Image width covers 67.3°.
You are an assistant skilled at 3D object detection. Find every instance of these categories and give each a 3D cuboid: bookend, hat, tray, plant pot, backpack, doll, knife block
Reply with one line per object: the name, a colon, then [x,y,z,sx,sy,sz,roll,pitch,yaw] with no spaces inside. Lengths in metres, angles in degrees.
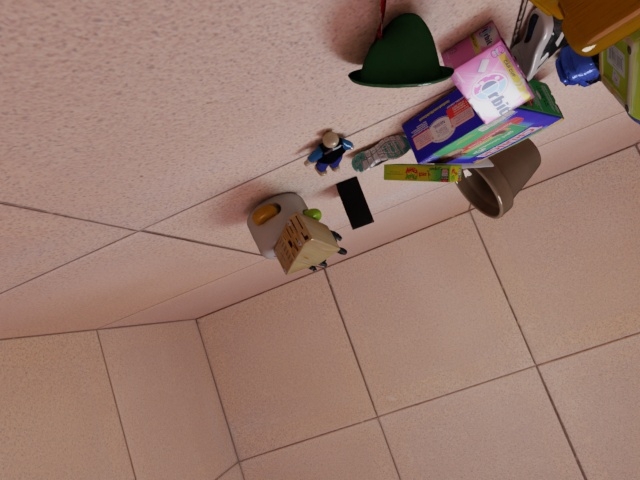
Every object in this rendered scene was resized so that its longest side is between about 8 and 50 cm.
bookend: [0.115,-0.104,1.554,0.072,0.157,0.156,-20,168,3]
hat: [0.127,-0.347,0.749,0.172,0.184,0.208,-11,-151,-10]
tray: [0.397,-0.260,1.432,0.270,0.145,0.030,-10,130,-40]
plant pot: [0.610,-0.240,1.633,0.229,0.263,0.263,-36,170,-4]
backpack: [0.601,-0.406,1.110,0.101,0.098,0.120,-24,170,38]
plant pot: [0.660,-0.371,0.900,0.207,0.228,0.227,-15,132,17]
doll: [0.019,-0.209,1.166,0.129,0.046,0.189,-20,169,-8]
knife block: [0.000,0.000,1.370,0.242,0.088,0.276,-20,159,-28]

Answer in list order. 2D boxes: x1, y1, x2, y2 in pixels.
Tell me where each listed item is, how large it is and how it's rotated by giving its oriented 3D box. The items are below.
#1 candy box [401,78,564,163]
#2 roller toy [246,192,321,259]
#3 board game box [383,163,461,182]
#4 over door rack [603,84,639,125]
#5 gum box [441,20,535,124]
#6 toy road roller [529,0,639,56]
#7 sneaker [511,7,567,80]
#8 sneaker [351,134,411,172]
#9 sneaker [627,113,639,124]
candy box: [0.414,-0.300,1.220,0.317,0.122,0.268,-11,168,-44]
roller toy: [-0.119,-0.046,1.447,0.209,0.146,0.191,-16,158,-32]
board game box: [0.269,-0.180,1.271,0.181,0.043,0.092,7,-168,33]
over door rack: [0.967,-0.467,1.363,0.324,0.108,0.239,17,146,-38]
gum box: [0.333,-0.320,0.946,0.107,0.062,0.188,-27,141,31]
toy road roller: [0.339,-0.342,0.570,0.329,0.241,0.202,-8,164,-47]
sneaker: [0.465,-0.395,0.960,0.121,0.079,0.217,-19,168,3]
sneaker: [0.163,-0.236,1.297,0.166,0.065,0.076,-19,-174,12]
sneaker: [0.821,-0.442,1.154,0.182,0.127,0.316,1,131,-20]
